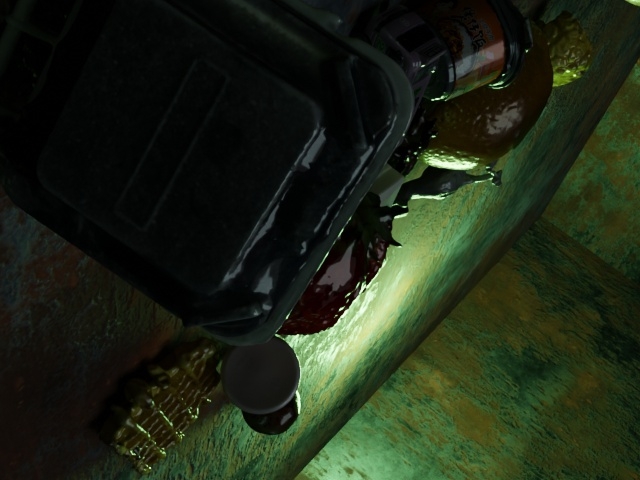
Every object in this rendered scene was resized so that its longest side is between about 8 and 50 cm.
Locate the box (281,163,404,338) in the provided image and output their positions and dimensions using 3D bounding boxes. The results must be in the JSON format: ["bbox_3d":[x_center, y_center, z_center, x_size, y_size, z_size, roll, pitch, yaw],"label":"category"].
[{"bbox_3d":[-0.002,-0.001,1.322,0.203,0.116,0.274,-36,159,-36],"label":"box"}]

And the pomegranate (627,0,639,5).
[{"bbox_3d":[0.621,-0.580,1.437,0.338,0.338,0.338,-46,162,-19],"label":"pomegranate"}]

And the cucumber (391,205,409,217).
[{"bbox_3d":[0.151,-0.061,1.749,0.032,0.032,0.133,-58,161,20],"label":"cucumber"}]

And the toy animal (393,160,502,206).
[{"bbox_3d":[0.284,-0.143,1.718,0.367,0.205,0.081,-33,113,-43],"label":"toy animal"}]

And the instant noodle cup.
[{"bbox_3d":[0.188,-0.282,1.189,0.125,0.178,0.208,-29,-173,-19],"label":"instant noodle cup"}]

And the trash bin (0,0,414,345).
[{"bbox_3d":[-0.078,-0.116,0.716,0.256,0.296,0.368,-59,176,19],"label":"trash bin"}]

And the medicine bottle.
[{"bbox_3d":[-0.106,0.230,1.427,0.133,0.133,0.250,-48,178,-11],"label":"medicine bottle"}]

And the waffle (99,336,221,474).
[{"bbox_3d":[-0.260,0.272,1.321,0.283,0.065,0.310,-25,146,-60],"label":"waffle"}]

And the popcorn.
[{"bbox_3d":[0.491,-0.398,1.744,0.180,0.170,0.180,-63,178,-5],"label":"popcorn"}]

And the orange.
[{"bbox_3d":[0.313,-0.261,1.554,0.335,0.196,0.262,-50,178,-29],"label":"orange"}]

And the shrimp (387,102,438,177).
[{"bbox_3d":[0.105,-0.105,1.444,0.289,0.075,0.178,-54,-178,42],"label":"shrimp"}]

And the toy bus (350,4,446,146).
[{"bbox_3d":[0.088,-0.213,1.132,0.096,0.108,0.199,-37,158,-41],"label":"toy bus"}]

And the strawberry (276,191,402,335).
[{"bbox_3d":[-0.058,0.010,1.042,0.277,0.257,0.257,-40,169,25],"label":"strawberry"}]

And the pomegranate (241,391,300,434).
[{"bbox_3d":[-0.100,0.352,1.798,0.129,0.129,0.159,-59,169,24],"label":"pomegranate"}]
